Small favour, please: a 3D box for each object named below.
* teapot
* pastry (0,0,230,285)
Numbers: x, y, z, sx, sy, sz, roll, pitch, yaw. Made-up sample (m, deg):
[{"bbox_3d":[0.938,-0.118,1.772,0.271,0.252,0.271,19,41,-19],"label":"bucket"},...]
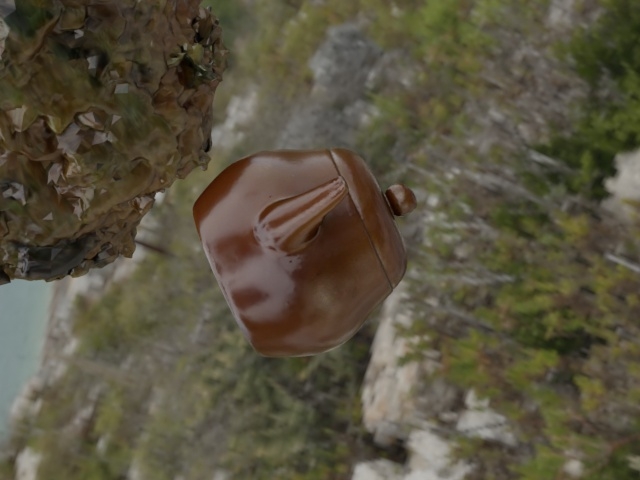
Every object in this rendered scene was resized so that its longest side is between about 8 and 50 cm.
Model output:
[{"bbox_3d":[0.000,0.000,0.694,0.173,0.116,0.116,62,-135,-76],"label":"teapot"},{"bbox_3d":[-0.185,-0.101,0.790,0.274,0.275,0.193,-67,22,1],"label":"pastry"}]
